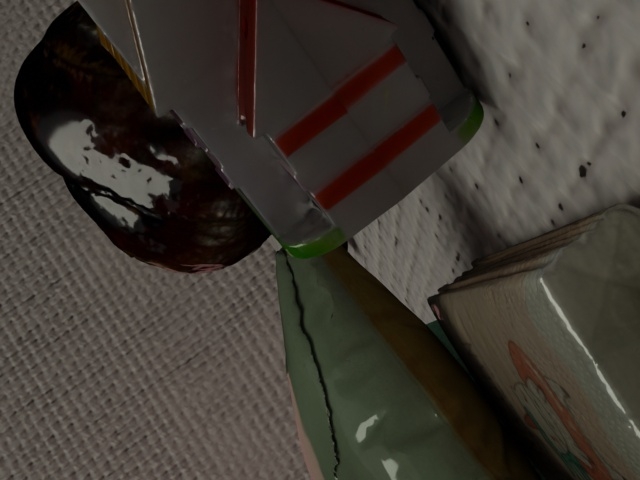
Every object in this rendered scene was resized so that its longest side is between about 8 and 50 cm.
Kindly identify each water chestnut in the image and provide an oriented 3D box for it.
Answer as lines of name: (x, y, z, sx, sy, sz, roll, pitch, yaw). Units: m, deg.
water chestnut: (-0.113, -0.118, 0.942, 0.289, 0.244, 0.289, 47, -152, -35)

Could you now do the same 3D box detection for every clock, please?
clock: (-0.069, -0.174, 0.590, 0.309, 0.166, 0.235, 52, 178, -32)

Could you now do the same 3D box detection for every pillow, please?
pillow: (0.066, 0.171, 0.782, 0.312, 0.119, 0.310, 51, 163, 36)

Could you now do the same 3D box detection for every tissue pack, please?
tissue pack: (0.147, 0.079, 0.600, 0.170, 0.071, 0.325, 55, 174, 2)

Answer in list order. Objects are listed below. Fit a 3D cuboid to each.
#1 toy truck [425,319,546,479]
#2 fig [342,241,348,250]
toy truck: (0.140, 0.202, 0.967, 0.278, 0.155, 0.156, 54, 157, 28)
fig: (0.000, 0.000, 1.446, 0.088, 0.089, 0.125, 57, -163, -6)
